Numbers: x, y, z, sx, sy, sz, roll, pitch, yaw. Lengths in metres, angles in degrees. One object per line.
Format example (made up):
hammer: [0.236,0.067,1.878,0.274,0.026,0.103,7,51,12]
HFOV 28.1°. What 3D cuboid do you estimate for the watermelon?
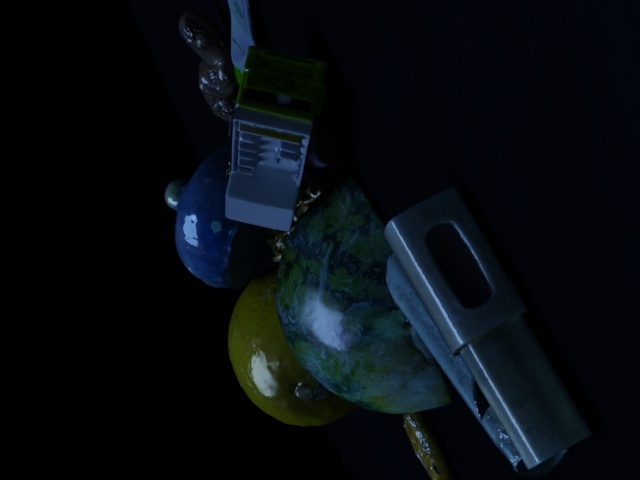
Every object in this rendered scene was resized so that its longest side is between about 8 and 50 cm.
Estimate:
watermelon: [0.054,0.077,1.618,0.224,0.180,0.305,-6,114,34]

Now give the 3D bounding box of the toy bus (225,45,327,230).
toy bus: [-0.058,-0.120,1.531,0.301,0.113,0.139,105,177,-74]

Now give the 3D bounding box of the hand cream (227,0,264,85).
hand cream: [-0.107,-0.312,1.703,0.079,0.050,0.275,28,152,25]

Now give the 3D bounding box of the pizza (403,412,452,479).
pizza: [0.171,0.327,2.033,0.160,0.036,0.099,66,172,-16]

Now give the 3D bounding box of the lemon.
lemon: [-0.016,0.157,1.860,0.219,0.241,0.240,-99,-13,-61]

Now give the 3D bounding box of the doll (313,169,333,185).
doll: [0.015,-0.043,1.782,0.078,0.077,0.113,-84,8,-57]

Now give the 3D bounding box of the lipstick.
lipstick: [0.150,0.080,1.149,0.252,0.079,0.077,62,173,12]

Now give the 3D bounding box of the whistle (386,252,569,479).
whistle: [0.153,0.120,1.342,0.312,0.062,0.062,56,170,44]

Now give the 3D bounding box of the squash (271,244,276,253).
squash: [-0.053,-0.035,2.153,0.083,0.083,0.250,58,168,33]

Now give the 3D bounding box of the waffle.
waffle: [-0.003,-0.004,1.730,0.191,0.038,0.191,23,132,28]

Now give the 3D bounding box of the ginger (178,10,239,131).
ginger: [-0.163,-0.280,2.098,0.290,0.084,0.122,71,-169,-67]

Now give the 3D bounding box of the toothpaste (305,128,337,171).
toothpaste: [-0.005,-0.114,1.722,0.190,0.031,0.048,163,89,-79]

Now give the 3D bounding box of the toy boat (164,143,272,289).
toy boat: [-0.135,-0.046,1.821,0.123,0.215,0.330,23,-170,8]
